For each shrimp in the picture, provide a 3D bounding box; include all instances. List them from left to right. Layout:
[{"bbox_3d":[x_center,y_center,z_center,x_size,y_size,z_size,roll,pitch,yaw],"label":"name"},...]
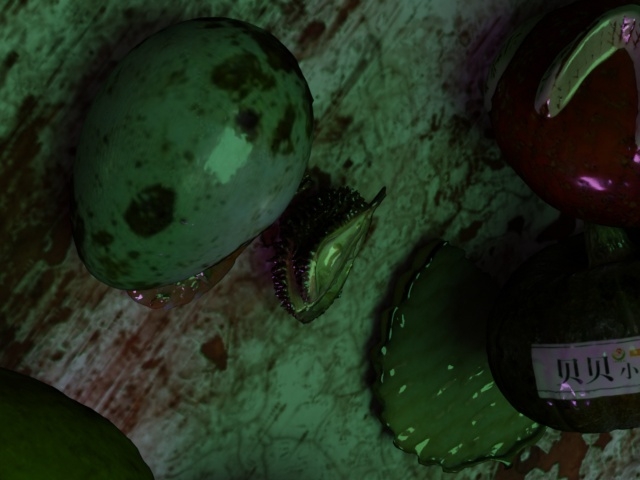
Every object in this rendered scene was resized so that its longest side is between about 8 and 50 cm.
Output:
[{"bbox_3d":[-0.087,-0.008,1.354,0.184,0.043,0.091,-36,132,-10],"label":"shrimp"}]

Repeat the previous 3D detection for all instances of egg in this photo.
[{"bbox_3d":[-0.103,-0.063,1.238,0.169,0.169,0.231,34,96,-38],"label":"egg"}]

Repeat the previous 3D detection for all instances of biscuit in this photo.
[{"bbox_3d":[0.134,0.129,1.554,0.187,0.036,0.273,-51,127,-9],"label":"biscuit"}]

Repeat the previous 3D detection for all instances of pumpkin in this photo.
[{"bbox_3d":[0.272,0.059,1.458,0.260,0.260,0.189,-16,102,-28],"label":"pumpkin"}]

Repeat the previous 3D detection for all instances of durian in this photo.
[{"bbox_3d":[-0.001,-0.002,1.387,0.140,0.071,0.110,-55,167,-10],"label":"durian"}]

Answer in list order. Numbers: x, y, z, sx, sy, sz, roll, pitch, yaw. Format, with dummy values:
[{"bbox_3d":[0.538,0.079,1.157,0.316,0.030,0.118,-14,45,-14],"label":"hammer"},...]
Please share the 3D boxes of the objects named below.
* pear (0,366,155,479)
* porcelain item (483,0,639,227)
[{"bbox_3d":[-0.317,0.240,1.113,0.413,0.352,0.352,-14,115,-27],"label":"pear"},{"bbox_3d":[0.270,-0.143,1.408,0.253,0.253,0.253,-13,115,-30],"label":"porcelain item"}]
